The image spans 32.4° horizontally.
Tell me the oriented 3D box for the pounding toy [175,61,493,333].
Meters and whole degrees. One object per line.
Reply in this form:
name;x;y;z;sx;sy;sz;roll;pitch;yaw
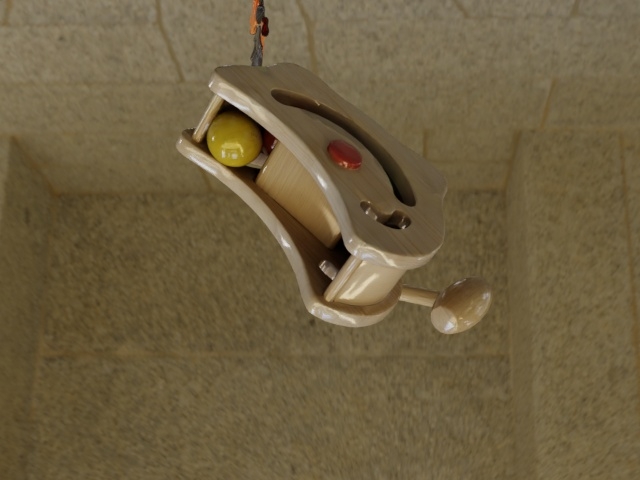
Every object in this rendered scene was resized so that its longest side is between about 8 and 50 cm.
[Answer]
pounding toy;0.000;0.000;0.846;0.269;0.155;0.154;39;-146;6

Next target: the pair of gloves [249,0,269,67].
pair of gloves;-0.054;-0.191;0.979;0.010;0.074;0.083;3;-117;-11
